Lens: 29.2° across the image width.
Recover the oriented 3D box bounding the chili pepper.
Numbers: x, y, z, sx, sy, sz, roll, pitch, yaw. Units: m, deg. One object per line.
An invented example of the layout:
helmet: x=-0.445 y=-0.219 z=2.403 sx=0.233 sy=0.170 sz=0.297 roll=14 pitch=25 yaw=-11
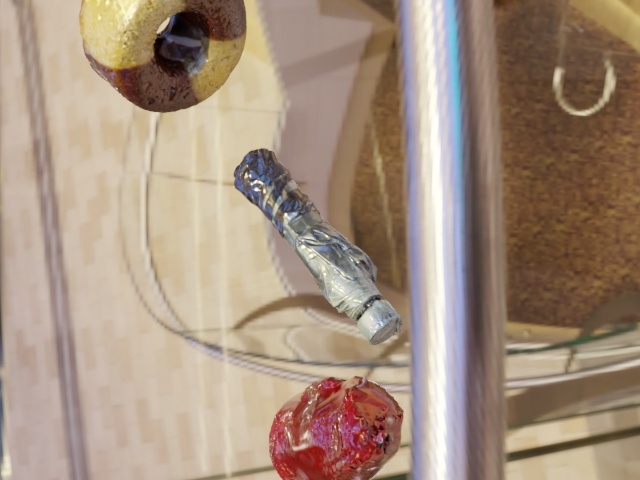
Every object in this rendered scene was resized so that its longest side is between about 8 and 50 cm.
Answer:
chili pepper: x=0.016 y=0.185 z=1.149 sx=0.387 sy=0.110 sz=0.110 roll=133 pitch=128 yaw=-73

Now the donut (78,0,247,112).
donut: x=-0.141 y=-0.197 z=1.159 sx=0.073 sy=0.166 sz=0.184 roll=54 pitch=152 yaw=33

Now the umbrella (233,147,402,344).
umbrella: x=0.000 y=0.000 z=0.937 sx=0.188 sy=0.050 sz=0.046 roll=50 pitch=163 yaw=28
